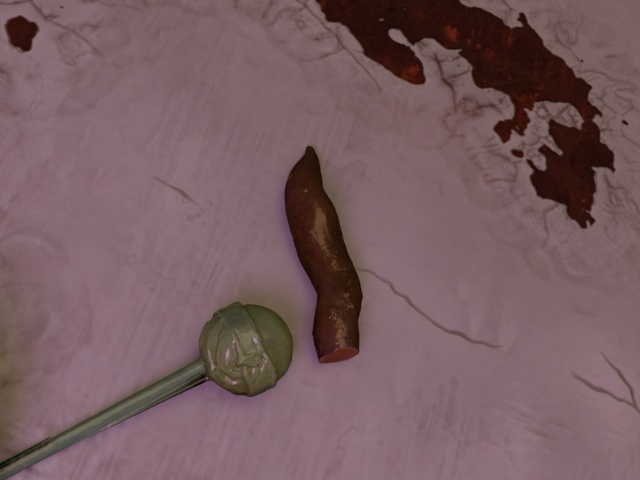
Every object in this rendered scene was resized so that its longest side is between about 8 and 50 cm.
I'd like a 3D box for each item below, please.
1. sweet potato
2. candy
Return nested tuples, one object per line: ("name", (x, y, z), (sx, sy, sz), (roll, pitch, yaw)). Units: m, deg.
("sweet potato", (0.000, 0.000, 1.009), (0.067, 0.059, 0.281), (1, 64, -31))
("candy", (-0.177, 0.160, 0.862), (0.336, 0.093, 0.092), (-27, 32, -21))
